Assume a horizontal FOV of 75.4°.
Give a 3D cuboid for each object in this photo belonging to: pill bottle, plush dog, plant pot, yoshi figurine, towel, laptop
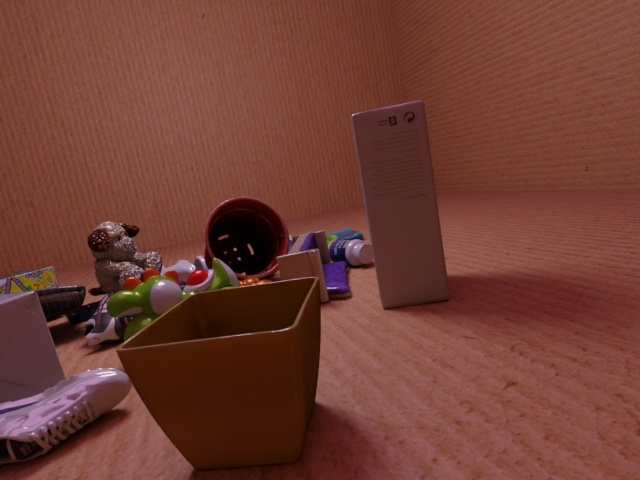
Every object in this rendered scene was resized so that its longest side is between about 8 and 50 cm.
[{"bbox_3d":[0.107,0.041,1.450,0.094,0.094,0.170,-16,11,-33],"label":"pill bottle"},{"bbox_3d":[-0.641,0.051,1.297,0.211,0.225,0.262,-10,11,-2],"label":"plush dog"},{"bbox_3d":[-0.278,0.024,1.426,0.273,0.272,0.265,-15,-9,-27],"label":"plant pot"},{"bbox_3d":[-0.296,0.182,0.969,0.363,0.203,0.203,-1,40,-28],"label":"yoshi figurine"},{"bbox_3d":[0.000,0.000,1.995,0.371,0.040,0.271,-12,9,-8],"label":"towel"},{"bbox_3d":[-0.868,0.202,1.199,0.325,0.056,0.312,-6,-13,-35],"label":"towel"},{"bbox_3d":[-0.102,0.178,0.564,0.213,0.186,0.212,-8,9,9],"label":"plant pot"},{"bbox_3d":[-0.771,0.174,1.482,0.265,0.136,0.234,-17,11,-34],"label":"laptop"},{"bbox_3d":[-0.391,0.091,1.653,0.194,0.107,0.108,-17,12,-36],"label":"pill bottle"}]

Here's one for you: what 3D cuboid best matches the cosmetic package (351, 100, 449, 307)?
[{"bbox_3d":[0.192,-0.089,1.028,0.162,0.452,0.230,-9,9,8],"label":"cosmetic package"}]

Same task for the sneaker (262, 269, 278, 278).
[{"bbox_3d":[-0.187,0.121,1.511,0.084,0.031,0.037,-21,25,-23],"label":"sneaker"}]

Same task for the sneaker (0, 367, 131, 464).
[{"bbox_3d":[-0.415,0.283,0.648,0.235,0.089,0.095,-20,25,-29],"label":"sneaker"}]

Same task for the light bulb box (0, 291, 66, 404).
[{"bbox_3d":[-0.715,0.250,0.684,0.362,0.224,0.358,-6,11,27],"label":"light bulb box"}]

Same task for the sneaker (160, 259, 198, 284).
[{"bbox_3d":[-0.591,0.153,1.600,0.298,0.110,0.129,-10,24,27],"label":"sneaker"}]

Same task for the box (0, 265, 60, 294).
[{"bbox_3d":[-1.109,0.218,1.436,0.290,0.176,0.279,-8,9,35],"label":"box"}]

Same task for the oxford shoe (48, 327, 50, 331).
[{"bbox_3d":[-0.889,0.275,1.038,0.133,0.129,0.364,4,16,44],"label":"oxford shoe"}]

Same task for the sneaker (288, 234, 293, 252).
[{"bbox_3d":[-0.185,0.038,1.677,0.148,0.131,0.350,-11,8,-24],"label":"sneaker"}]

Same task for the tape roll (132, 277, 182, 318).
[{"bbox_3d":[-0.543,0.184,1.348,0.189,0.080,0.189,-10,10,2],"label":"tape roll"}]

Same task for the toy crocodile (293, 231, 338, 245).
[{"bbox_3d":[-0.024,0.030,1.694,0.115,0.105,0.341,-17,16,-36],"label":"toy crocodile"}]

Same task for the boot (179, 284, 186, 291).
[{"bbox_3d":[-0.376,0.173,1.230,0.179,0.085,0.236,-10,4,16],"label":"boot"}]

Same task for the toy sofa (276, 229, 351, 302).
[{"bbox_3d":[-0.010,0.067,1.254,0.177,0.150,0.362,-11,9,5],"label":"toy sofa"}]

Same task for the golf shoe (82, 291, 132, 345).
[{"bbox_3d":[-0.603,0.218,1.153,0.120,0.105,0.273,-25,15,-32],"label":"golf shoe"}]
